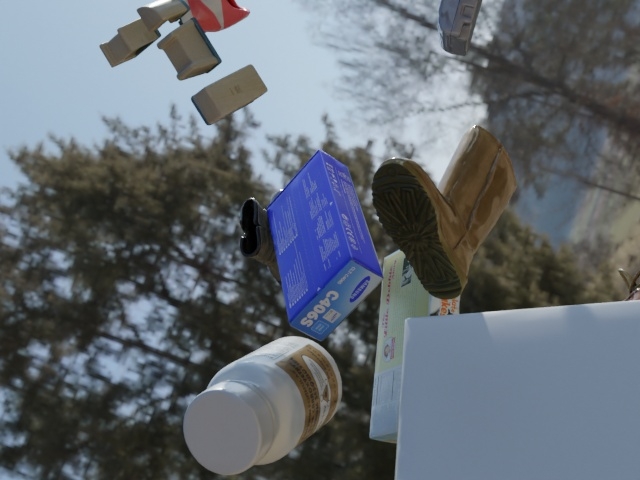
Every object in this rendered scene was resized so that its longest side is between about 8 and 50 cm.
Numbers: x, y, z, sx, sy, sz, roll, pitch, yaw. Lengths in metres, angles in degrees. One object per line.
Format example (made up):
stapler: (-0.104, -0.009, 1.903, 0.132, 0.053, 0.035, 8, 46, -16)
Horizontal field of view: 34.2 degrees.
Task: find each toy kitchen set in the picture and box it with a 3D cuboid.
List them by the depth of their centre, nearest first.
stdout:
toy kitchen set: (-0.220, -0.273, 1.654, 0.166, 0.207, 0.122, -27, 7, 44)

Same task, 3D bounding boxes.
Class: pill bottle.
pill bottle: (-0.070, 0.204, 1.288, 0.229, 0.131, 0.131, -19, -53, -67)

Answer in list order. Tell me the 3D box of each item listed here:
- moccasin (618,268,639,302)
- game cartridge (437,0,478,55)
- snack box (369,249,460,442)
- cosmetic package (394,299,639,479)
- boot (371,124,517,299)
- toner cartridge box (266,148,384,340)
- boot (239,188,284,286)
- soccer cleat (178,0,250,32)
moccasin: (0.549, 0.103, 1.660, 0.380, 0.139, 0.147, -49, 15, 28)
game cartridge: (0.225, -0.420, 1.486, 0.196, 0.060, 0.294, 5, -80, -79)
snack box: (0.156, 0.160, 1.699, 0.187, 0.060, 0.322, 147, 132, -62)
cosmetic package: (0.287, 0.321, 1.236, 0.394, 0.329, 0.328, 68, -158, -46)
boot: (0.181, -0.081, 1.478, 0.269, 0.089, 0.236, -56, -48, -43)
toner cartridge box: (0.000, 0.000, 1.824, 0.165, 0.075, 0.348, -48, 30, 23)
boot: (-0.094, -0.039, 2.031, 0.161, 0.083, 0.247, 46, -151, -42)
soccer cleat: (-0.203, -0.502, 1.707, 0.108, 0.116, 0.318, -55, -46, -71)
